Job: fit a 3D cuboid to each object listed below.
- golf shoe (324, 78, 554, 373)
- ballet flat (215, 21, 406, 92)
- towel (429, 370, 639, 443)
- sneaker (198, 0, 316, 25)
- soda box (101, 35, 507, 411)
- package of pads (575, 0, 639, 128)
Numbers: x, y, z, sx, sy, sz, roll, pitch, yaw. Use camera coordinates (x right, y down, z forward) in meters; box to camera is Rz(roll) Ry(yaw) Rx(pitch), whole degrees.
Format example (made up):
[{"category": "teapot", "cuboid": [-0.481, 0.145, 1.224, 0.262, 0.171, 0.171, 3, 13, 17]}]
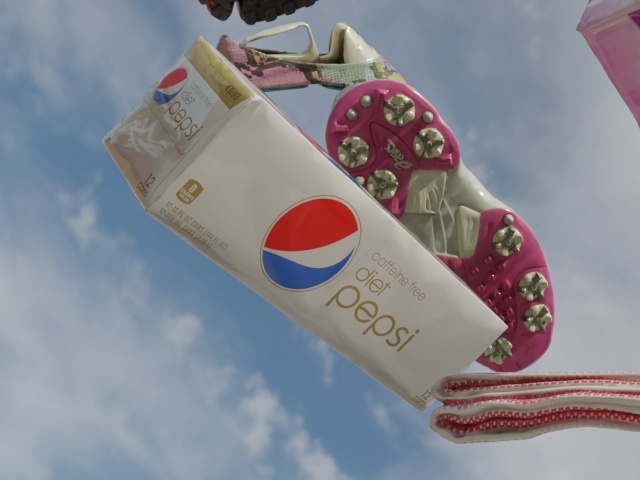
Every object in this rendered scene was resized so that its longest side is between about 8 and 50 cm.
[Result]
[{"category": "golf shoe", "cuboid": [0.110, -0.019, 0.916, 0.115, 0.140, 0.306, -32, -74, 2]}, {"category": "ballet flat", "cuboid": [-0.007, -0.196, 1.097, 0.077, 0.222, 0.079, -132, -137, -64]}, {"category": "towel", "cuboid": [0.141, 0.062, 0.374, 0.144, 0.197, 0.029, -4, -98, 29]}, {"category": "sneaker", "cuboid": [0.032, -0.272, 0.806, 0.120, 0.299, 0.112, 84, -10, -47]}, {"category": "soda box", "cuboid": [0.000, 0.000, 0.499, 0.216, 0.069, 0.074, 39, 7, -40]}, {"category": "package of pads", "cuboid": [0.126, -0.067, 0.313, 0.083, 0.032, 0.050, -18, -62, 48]}]
